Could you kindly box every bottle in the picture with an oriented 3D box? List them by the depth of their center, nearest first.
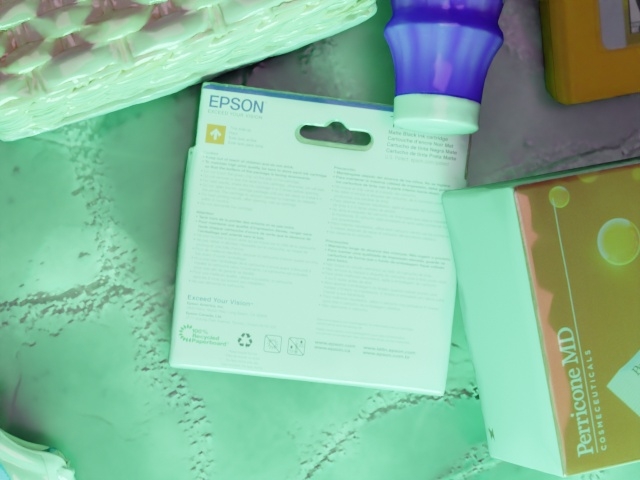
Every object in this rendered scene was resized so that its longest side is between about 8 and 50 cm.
[{"bbox_3d":[0.100,-0.225,1.419,0.092,0.118,0.282,4,84,11],"label":"bottle"}]

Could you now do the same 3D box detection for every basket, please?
[{"bbox_3d":[-0.146,-0.271,1.329,0.331,0.266,0.328,-20,93,-4],"label":"basket"}]

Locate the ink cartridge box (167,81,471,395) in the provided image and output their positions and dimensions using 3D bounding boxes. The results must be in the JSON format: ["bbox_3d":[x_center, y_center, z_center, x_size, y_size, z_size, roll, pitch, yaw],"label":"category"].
[{"bbox_3d":[0.000,0.000,1.454,0.223,0.045,0.223,7,88,-7],"label":"ink cartridge box"}]

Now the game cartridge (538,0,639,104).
[{"bbox_3d":[0.302,-0.282,1.430,0.285,0.052,0.323,-11,114,-6],"label":"game cartridge"}]

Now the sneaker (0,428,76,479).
[{"bbox_3d":[-0.214,0.212,1.411,0.092,0.087,0.228,-42,96,-7],"label":"sneaker"}]

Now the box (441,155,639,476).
[{"bbox_3d":[0.293,0.035,1.406,0.345,0.168,0.215,-11,92,-14],"label":"box"}]
